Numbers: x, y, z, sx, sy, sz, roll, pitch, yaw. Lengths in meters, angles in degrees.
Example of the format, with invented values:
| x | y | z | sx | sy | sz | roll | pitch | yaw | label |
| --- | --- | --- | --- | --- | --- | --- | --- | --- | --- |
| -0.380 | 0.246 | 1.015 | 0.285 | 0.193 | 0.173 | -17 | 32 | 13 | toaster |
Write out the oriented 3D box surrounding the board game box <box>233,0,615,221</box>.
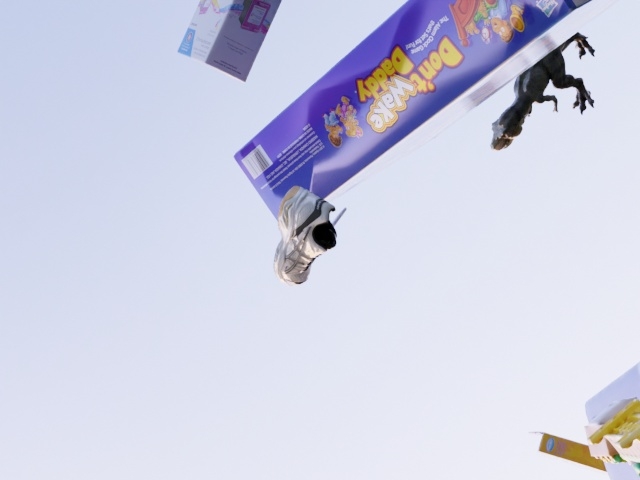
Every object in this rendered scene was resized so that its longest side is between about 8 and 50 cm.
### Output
| x | y | z | sx | sy | sz | roll | pitch | yaw | label |
| --- | --- | --- | --- | --- | --- | --- | --- | --- | --- |
| 0.114 | -0.153 | 0.997 | 0.233 | 0.078 | 0.347 | -33 | -2 | -42 | board game box |

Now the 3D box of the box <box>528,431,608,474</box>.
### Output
| x | y | z | sx | sy | sz | roll | pitch | yaw | label |
| --- | --- | --- | --- | --- | --- | --- | --- | --- | --- |
| 0.314 | 0.259 | 1.511 | 0.081 | 0.136 | 0.028 | 53 | -129 | -75 | box |

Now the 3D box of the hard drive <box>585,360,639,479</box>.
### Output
| x | y | z | sx | sy | sz | roll | pitch | yaw | label |
| --- | --- | --- | --- | --- | --- | --- | --- | --- | --- |
| 0.339 | 0.233 | 1.241 | 0.040 | 0.210 | 0.318 | -18 | -15 | -3 | hard drive |

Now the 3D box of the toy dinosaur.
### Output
| x | y | z | sx | sy | sz | roll | pitch | yaw | label |
| --- | --- | --- | --- | --- | --- | --- | --- | --- | --- |
| 0.297 | -0.229 | 1.591 | 0.118 | 0.064 | 0.268 | 19 | -94 | -34 | toy dinosaur |

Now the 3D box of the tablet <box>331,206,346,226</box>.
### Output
| x | y | z | sx | sy | sz | roll | pitch | yaw | label |
| --- | --- | --- | --- | --- | --- | --- | --- | --- | --- |
| 0.000 | 0.000 | 1.424 | 0.083 | 0.006 | 0.054 | -52 | 1 | 44 | tablet |

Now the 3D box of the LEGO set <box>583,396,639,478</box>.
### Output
| x | y | z | sx | sy | sz | roll | pitch | yaw | label |
| --- | --- | --- | --- | --- | --- | --- | --- | --- | --- |
| 0.272 | 0.135 | 0.822 | 0.132 | 0.107 | 0.287 | -35 | -7 | -41 | LEGO set |

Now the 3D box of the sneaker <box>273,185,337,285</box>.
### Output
| x | y | z | sx | sy | sz | roll | pitch | yaw | label |
| --- | --- | --- | --- | --- | --- | --- | --- | --- | --- |
| -0.008 | 0.004 | 0.811 | 0.032 | 0.037 | 0.083 | -56 | -20 | -37 | sneaker |

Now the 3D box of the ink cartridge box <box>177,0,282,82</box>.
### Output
| x | y | z | sx | sy | sz | roll | pitch | yaw | label |
| --- | --- | --- | --- | --- | --- | --- | --- | --- | --- |
| -0.086 | -0.229 | 1.262 | 0.052 | 0.088 | 0.122 | 24 | -86 | -29 | ink cartridge box |
